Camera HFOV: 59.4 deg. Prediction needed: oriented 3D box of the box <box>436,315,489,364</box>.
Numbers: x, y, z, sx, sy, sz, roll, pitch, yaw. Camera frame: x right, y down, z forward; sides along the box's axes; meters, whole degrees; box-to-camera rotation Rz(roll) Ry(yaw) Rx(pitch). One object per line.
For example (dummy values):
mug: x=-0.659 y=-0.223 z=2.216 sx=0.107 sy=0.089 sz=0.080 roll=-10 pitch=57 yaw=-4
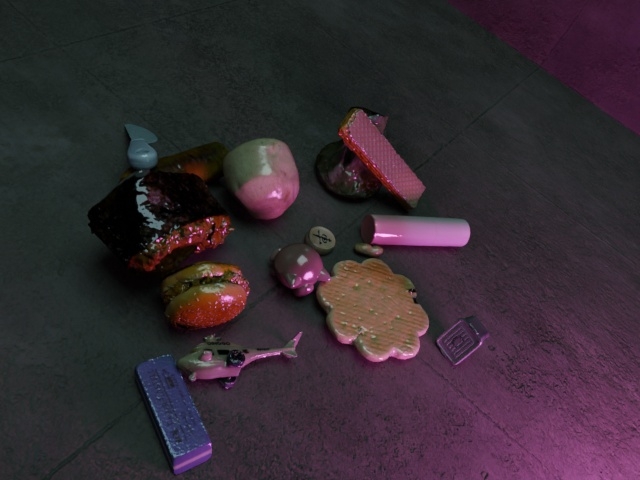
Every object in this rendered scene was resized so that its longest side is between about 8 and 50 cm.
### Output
box: x=0.366 y=0.249 z=1.429 sx=0.069 sy=0.122 sz=0.084 roll=-12 pitch=58 yaw=-47

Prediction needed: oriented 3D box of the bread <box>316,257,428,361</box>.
bread: x=0.135 y=0.175 z=1.425 sx=0.316 sy=0.054 sz=0.316 roll=14 pitch=47 yaw=-16

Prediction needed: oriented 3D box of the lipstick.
lipstick: x=0.281 y=-0.028 z=1.645 sx=0.327 sy=0.087 sz=0.087 roll=1 pitch=52 yaw=-24

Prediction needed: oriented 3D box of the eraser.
eraser: x=-0.290 y=0.335 z=1.098 sx=0.082 sy=0.036 sz=0.225 roll=-13 pitch=58 yaw=-35

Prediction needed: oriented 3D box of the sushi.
sushi: x=-0.352 y=-0.028 z=1.258 sx=0.207 sy=0.234 sz=0.348 roll=52 pitch=21 yaw=6

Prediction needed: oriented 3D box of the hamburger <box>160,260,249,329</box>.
hamburger: x=-0.243 y=0.120 z=1.213 sx=0.191 sy=0.182 sz=0.118 roll=-3 pitch=69 yaw=-37

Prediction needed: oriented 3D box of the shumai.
shumai: x=0.111 y=-0.268 z=1.696 sx=0.222 sy=0.203 sz=0.272 roll=8 pitch=53 yaw=-18

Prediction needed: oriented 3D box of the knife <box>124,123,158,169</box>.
knife: x=-0.459 y=-0.256 z=1.443 sx=0.080 sy=0.044 sz=0.331 roll=-8 pitch=29 yaw=-17

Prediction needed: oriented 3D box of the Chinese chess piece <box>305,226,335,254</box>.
Chinese chess piece: x=0.000 y=0.000 z=1.525 sx=0.084 sy=0.034 sz=0.084 roll=14 pitch=48 yaw=-16

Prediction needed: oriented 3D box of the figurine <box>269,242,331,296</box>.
figurine: x=-0.056 y=0.068 z=1.390 sx=0.125 sy=0.125 sz=0.138 roll=-12 pitch=42 yaw=-33

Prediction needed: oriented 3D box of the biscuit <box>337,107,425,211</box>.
biscuit: x=0.187 y=-0.228 z=1.653 sx=0.379 sy=0.054 sz=0.094 roll=44 pitch=71 yaw=-31

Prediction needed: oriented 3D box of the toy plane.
toy plane: x=-0.167 y=0.245 z=1.202 sx=0.286 sy=0.092 sz=0.108 roll=0 pitch=42 yaw=-28

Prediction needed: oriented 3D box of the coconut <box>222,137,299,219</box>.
coconut: x=-0.157 y=-0.173 z=1.490 sx=0.224 sy=0.224 sz=0.224 roll=13 pitch=47 yaw=-15

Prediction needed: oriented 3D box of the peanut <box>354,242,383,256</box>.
peanut: x=0.135 y=0.027 z=1.566 sx=0.083 sy=0.037 sz=0.037 roll=9 pitch=49 yaw=-17

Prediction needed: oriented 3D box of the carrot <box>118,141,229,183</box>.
carrot: x=-0.371 y=-0.170 z=1.446 sx=0.114 sy=0.114 sz=0.302 roll=45 pitch=44 yaw=15
